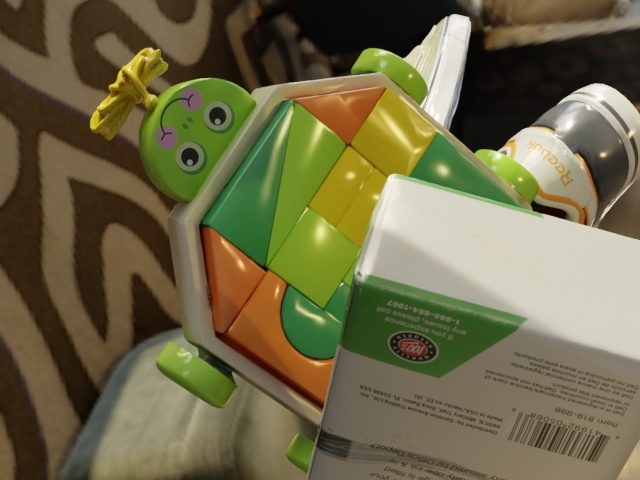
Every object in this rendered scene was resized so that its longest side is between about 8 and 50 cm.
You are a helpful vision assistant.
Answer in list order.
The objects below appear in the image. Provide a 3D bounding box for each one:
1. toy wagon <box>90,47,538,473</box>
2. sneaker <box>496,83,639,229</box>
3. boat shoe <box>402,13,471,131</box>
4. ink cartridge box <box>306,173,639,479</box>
[{"bbox_3d":[0.000,0.000,0.755,0.344,0.068,0.267,38,76,-23],"label":"toy wagon"},{"bbox_3d":[0.181,-0.006,1.003,0.126,0.127,0.321,47,-23,23],"label":"sneaker"},{"bbox_3d":[0.134,-0.201,1.451,0.302,0.094,0.109,-70,168,-44],"label":"boat shoe"},{"bbox_3d":[0.079,0.085,0.588,0.087,0.153,0.208,-71,175,-47],"label":"ink cartridge box"}]
